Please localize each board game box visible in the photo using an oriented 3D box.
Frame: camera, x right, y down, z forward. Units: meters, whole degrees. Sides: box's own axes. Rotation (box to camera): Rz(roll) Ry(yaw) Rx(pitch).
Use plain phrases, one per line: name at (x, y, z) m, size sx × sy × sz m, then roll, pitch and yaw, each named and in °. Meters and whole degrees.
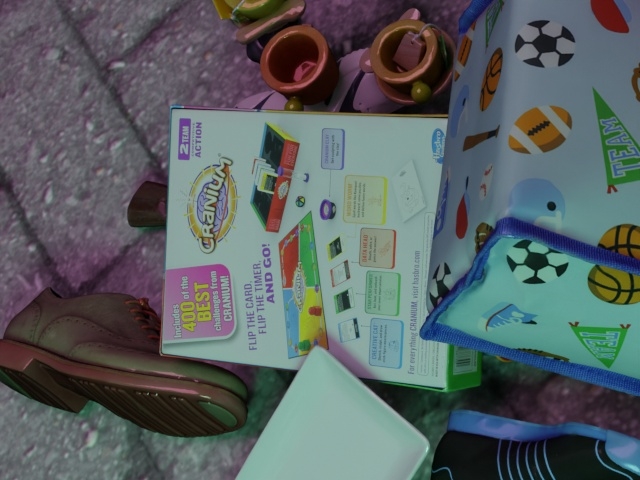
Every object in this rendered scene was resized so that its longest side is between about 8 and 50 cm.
board game box at (0.000, 0.000, 1.814) m, size 0.316 × 0.064 × 0.242 m, roll 5°, pitch 94°, yaw 33°

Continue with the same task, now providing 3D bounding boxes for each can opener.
can opener at (-0.046, -0.253, 2.174) m, size 0.073 × 0.059 × 0.186 m, roll -49°, pitch 29°, yaw 38°

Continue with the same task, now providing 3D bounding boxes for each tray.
tray at (-0.011, 0.238, 1.779) m, size 0.145 × 0.030 × 0.270 m, roll 40°, pitch 113°, yaw 24°

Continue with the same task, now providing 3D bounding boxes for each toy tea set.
toy tea set at (0.012, -0.205, 1.922) m, size 0.200 × 0.124 × 0.336 m, roll -32°, pitch 60°, yaw 9°

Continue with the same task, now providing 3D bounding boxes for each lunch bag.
lunch bag at (0.297, -0.043, 1.621) m, size 0.239 × 0.385 × 0.328 m, roll 122°, pitch 158°, yaw -60°

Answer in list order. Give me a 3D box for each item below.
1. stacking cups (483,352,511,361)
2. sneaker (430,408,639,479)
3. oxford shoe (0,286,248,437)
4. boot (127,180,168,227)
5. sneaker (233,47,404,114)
stacking cups at (0.144, 0.074, 1.811) m, size 0.316 × 0.096 × 0.096 m, roll 9°, pitch 68°, yaw 35°
sneaker at (0.192, 0.204, 1.697) m, size 0.232 × 0.081 × 0.090 m, roll 2°, pitch 67°, yaw 45°
oxford shoe at (-0.197, 0.109, 2.010) m, size 0.348 × 0.123 × 0.130 m, roll 10°, pitch 64°, yaw 39°
boot at (-0.153, -0.060, 2.143) m, size 0.114 × 0.037 × 0.106 m, roll 4°, pitch 63°, yaw 43°
sneaker at (0.018, -0.093, 2.002) m, size 0.235 × 0.094 × 0.153 m, roll -15°, pitch 62°, yaw 19°
